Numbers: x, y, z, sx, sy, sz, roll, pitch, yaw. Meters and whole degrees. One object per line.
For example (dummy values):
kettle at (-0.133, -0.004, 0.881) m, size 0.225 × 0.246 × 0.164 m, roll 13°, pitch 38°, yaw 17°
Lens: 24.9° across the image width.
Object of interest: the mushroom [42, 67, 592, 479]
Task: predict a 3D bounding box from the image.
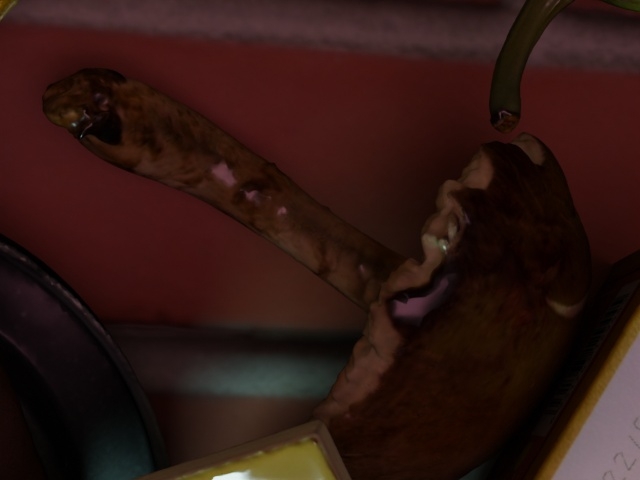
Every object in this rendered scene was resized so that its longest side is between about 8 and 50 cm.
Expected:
mushroom at (0.030, -0.011, 0.826) m, size 0.208 × 0.233 × 0.301 m, roll -33°, pitch 83°, yaw 21°

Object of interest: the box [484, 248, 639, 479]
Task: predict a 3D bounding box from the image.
box at (0.221, 0.185, 0.820) m, size 0.259 × 0.214 × 0.283 m, roll 32°, pitch 85°, yaw 2°

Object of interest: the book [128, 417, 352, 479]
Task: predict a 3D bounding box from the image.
book at (-0.036, 0.237, 0.709) m, size 0.208 × 0.020 × 0.295 m, roll -19°, pitch 112°, yaw 14°

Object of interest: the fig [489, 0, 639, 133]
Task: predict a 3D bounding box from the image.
fig at (0.161, -0.157, 0.808) m, size 0.149 × 0.149 × 0.245 m, roll 45°, pitch 81°, yaw -16°

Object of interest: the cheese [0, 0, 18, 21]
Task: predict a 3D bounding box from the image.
cheese at (-0.246, -0.141, 0.753) m, size 0.177 × 0.069 × 0.270 m, roll 18°, pitch 83°, yaw -6°

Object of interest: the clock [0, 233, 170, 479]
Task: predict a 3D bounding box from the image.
clock at (-0.275, 0.158, 0.825) m, size 0.386 × 0.076 × 0.386 m, roll -2°, pitch 101°, yaw -11°

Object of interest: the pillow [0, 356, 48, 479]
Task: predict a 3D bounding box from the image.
pillow at (-0.279, 0.162, 0.724) m, size 0.308 × 0.108 × 0.305 m, roll -24°, pitch 104°, yaw -14°
